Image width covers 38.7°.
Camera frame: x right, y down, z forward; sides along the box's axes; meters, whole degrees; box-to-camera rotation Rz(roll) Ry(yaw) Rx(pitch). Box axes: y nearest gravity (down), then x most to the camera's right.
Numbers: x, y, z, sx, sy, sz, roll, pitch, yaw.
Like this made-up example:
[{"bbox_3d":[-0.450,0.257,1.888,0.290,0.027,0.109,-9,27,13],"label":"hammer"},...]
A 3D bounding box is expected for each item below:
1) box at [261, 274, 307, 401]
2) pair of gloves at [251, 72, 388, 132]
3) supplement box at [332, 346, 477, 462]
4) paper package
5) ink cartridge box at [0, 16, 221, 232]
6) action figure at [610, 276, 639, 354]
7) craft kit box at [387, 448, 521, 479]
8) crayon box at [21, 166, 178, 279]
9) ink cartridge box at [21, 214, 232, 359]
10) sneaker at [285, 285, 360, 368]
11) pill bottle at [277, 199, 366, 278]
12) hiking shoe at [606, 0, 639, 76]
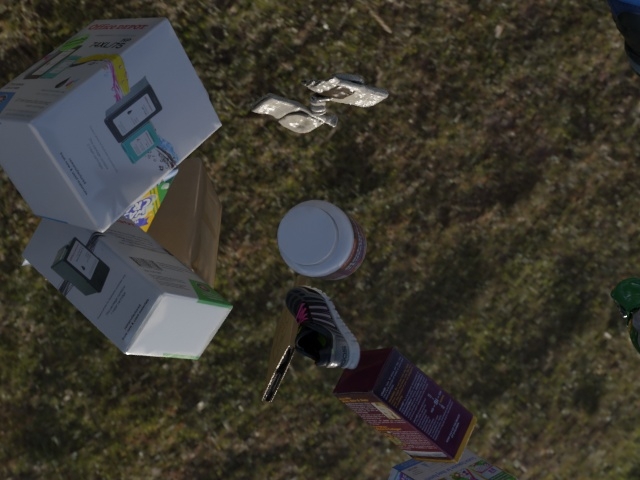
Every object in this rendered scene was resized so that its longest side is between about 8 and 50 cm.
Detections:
[{"bbox_3d":[-0.068,0.188,1.769,0.021,0.201,0.164,18,128,-7],"label":"box"},{"bbox_3d":[-0.002,-0.289,1.945,0.240,0.042,0.204,-18,160,36],"label":"pair of gloves"},{"bbox_3d":[0.126,0.246,1.357,0.188,0.104,0.081,42,61,-20],"label":"supplement box"},{"bbox_3d":[-0.397,-0.004,2.082,0.309,0.325,0.168,-8,140,11],"label":"paper package"},{"bbox_3d":[-0.332,-0.181,1.370,0.270,0.198,0.197,-47,129,-30],"label":"ink cartridge box"},{"bbox_3d":[0.298,0.131,0.747,0.063,0.232,0.137,-27,148,17],"label":"action figure"},{"bbox_3d":[0.273,0.446,1.569,0.250,0.247,0.061,1,108,-56],"label":"craft kit box"},{"bbox_3d":[-0.420,-0.041,1.722,0.203,0.083,0.323,-17,154,-42],"label":"crayon box"},{"bbox_3d":[-0.325,0.066,1.536,0.121,0.289,0.211,-57,152,7],"label":"ink cartridge box"},{"bbox_3d":[-0.013,0.126,1.334,0.075,0.170,0.063,-3,129,-38],"label":"sneaker"},{"bbox_3d":[0.000,0.000,1.291,0.108,0.108,0.193,-50,168,4],"label":"pill bottle"},{"bbox_3d":[0.323,-0.213,0.576,0.304,0.113,0.132,-31,129,21],"label":"hiking shoe"}]
